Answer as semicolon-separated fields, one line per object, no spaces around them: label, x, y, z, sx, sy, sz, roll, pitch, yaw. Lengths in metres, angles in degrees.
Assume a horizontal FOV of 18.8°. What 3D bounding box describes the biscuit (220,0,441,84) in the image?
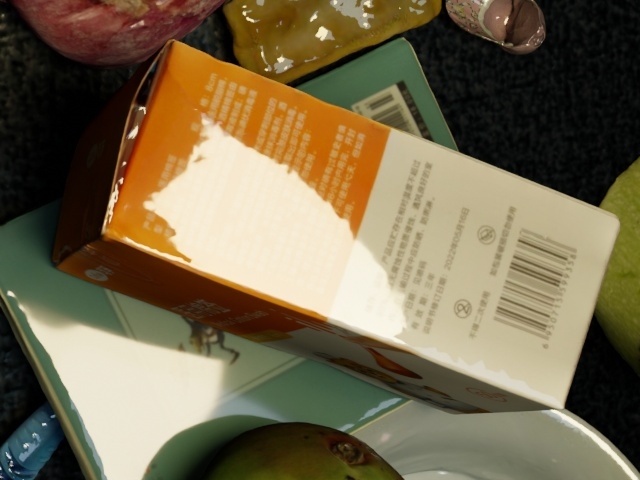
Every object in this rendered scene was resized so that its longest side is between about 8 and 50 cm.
biscuit;-0.003;-0.213;1.459;0.183;0.039;0.174;-30;115;-17

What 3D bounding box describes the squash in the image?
squash;0.332;0.038;1.664;0.220;0.133;0.220;-18;125;-27

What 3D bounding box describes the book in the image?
book;-0.040;0.035;1.459;0.379;0.031;0.264;-25;92;-18

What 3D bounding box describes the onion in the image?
onion;-0.112;-0.259;1.352;0.283;0.120;0.227;-45;122;-9

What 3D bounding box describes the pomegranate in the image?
pomegranate;-0.022;0.233;1.365;0.180;0.180;0.209;24;103;-28

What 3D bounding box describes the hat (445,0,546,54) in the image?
hat;0.142;-0.182;1.542;0.087;0.042;0.058;29;86;6

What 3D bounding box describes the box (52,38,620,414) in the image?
box;0.000;0.000;1.339;0.341;0.225;0.143;22;78;-13

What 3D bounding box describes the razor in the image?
razor;-0.192;0.117;1.452;0.082;0.042;0.253;39;86;-28

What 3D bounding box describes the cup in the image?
cup;0.101;0.297;1.535;0.347;0.163;0.347;3;73;-11
